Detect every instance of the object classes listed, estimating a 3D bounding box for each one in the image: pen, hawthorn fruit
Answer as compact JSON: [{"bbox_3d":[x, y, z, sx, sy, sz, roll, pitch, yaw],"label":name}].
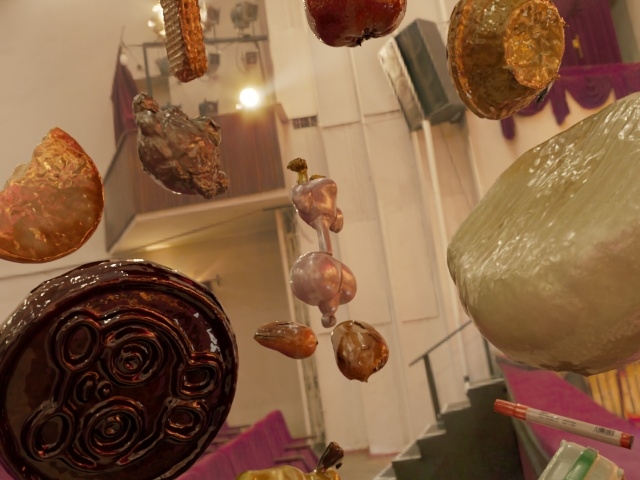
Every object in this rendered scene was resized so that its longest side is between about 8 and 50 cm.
[{"bbox_3d":[0.418,0.319,1.021,0.239,0.028,0.028,5,2,43],"label":"pen"},{"bbox_3d":[0.053,-0.480,1.090,0.197,0.225,0.196,-21,4,1],"label":"hawthorn fruit"}]

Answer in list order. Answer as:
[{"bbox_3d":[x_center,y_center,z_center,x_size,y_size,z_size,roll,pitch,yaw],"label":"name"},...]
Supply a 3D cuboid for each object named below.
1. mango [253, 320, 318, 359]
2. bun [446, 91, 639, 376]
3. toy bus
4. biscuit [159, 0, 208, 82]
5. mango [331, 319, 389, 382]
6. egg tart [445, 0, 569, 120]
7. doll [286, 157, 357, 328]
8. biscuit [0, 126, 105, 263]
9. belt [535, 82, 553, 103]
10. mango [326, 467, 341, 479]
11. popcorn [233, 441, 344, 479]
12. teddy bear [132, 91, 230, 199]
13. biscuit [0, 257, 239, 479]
[{"bbox_3d":[-0.080,0.237,1.428,0.159,0.084,0.105,17,-3,24],"label":"mango"},{"bbox_3d":[0.330,0.004,0.680,0.219,0.365,0.365,39,-24,-11],"label":"bun"},{"bbox_3d":[0.413,0.492,1.002,0.134,0.164,0.276,20,50,42],"label":"toy bus"},{"bbox_3d":[-0.301,-0.528,1.218,0.054,0.378,0.094,-12,8,-36],"label":"biscuit"},{"bbox_3d":[0.052,0.152,0.840,0.077,0.063,0.127,-19,22,-11],"label":"mango"},{"bbox_3d":[0.361,-0.368,1.094,0.290,0.290,0.115,-2,11,-33],"label":"egg tart"},{"bbox_3d":[0.001,0.000,1.159,0.094,0.365,0.160,-21,-33,29],"label":"doll"},{"bbox_3d":[-0.563,-0.072,1.213,0.040,0.308,0.204,-18,-49,45],"label":"biscuit"},{"bbox_3d":[0.468,-0.402,1.328,0.148,0.082,0.163,30,-8,15],"label":"belt"},{"bbox_3d":[-0.007,0.489,1.048,0.076,0.161,0.103,29,-14,-21],"label":"mango"},{"bbox_3d":[-0.069,0.417,0.746,0.298,0.280,0.315,16,-50,-23],"label":"popcorn"},{"bbox_3d":[-0.264,-0.168,1.076,0.151,0.236,0.267,-45,15,-12],"label":"teddy bear"},{"bbox_3d":[-0.315,0.231,0.929,0.408,0.407,0.091,-2,11,-33],"label":"biscuit"}]
